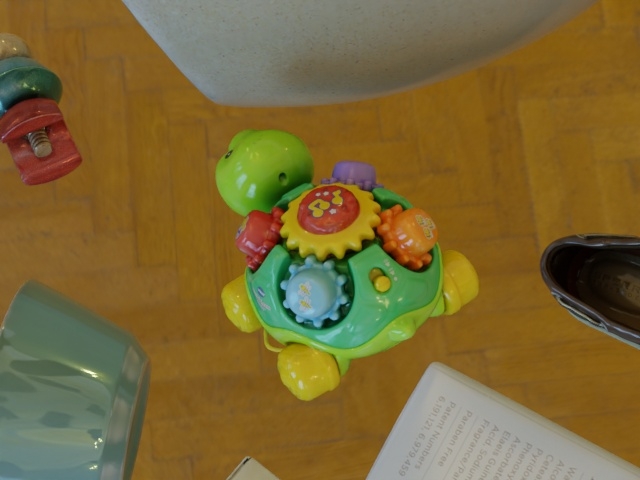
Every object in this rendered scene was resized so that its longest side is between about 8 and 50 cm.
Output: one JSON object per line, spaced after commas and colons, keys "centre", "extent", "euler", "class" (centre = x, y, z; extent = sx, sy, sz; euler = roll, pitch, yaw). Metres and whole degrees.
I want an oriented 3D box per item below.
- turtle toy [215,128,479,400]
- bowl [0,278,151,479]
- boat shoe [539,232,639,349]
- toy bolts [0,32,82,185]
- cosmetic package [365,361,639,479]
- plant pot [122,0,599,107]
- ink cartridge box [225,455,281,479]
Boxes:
{"centre": [0.000, 0.000, 0.495], "extent": [0.095, 0.066, 0.130], "euler": [-31, 46, -16], "class": "turtle toy"}
{"centre": [-0.299, 0.211, 1.402], "extent": [0.163, 0.311, 0.312], "euler": [9, 75, -2], "class": "bowl"}
{"centre": [0.256, 0.049, 0.758], "extent": [0.257, 0.095, 0.095], "euler": [12, 83, 40], "class": "boat shoe"}
{"centre": [-0.368, -0.135, 1.145], "extent": [0.228, 0.218, 0.158], "euler": [-21, 59, -14], "class": "toy bolts"}
{"centre": [0.244, 0.385, 1.299], "extent": [0.393, 0.329, 0.327], "euler": [27, 83, 23], "class": "cosmetic package"}
{"centre": [-0.017, -0.177, 0.592], "extent": [0.191, 0.284, 0.284], "euler": [-38, 82, 5], "class": "plant pot"}
{"centre": [-0.025, 0.183, 0.549], "extent": [0.109, 0.150, 0.063], "euler": [36, 52, 8], "class": "ink cartridge box"}
